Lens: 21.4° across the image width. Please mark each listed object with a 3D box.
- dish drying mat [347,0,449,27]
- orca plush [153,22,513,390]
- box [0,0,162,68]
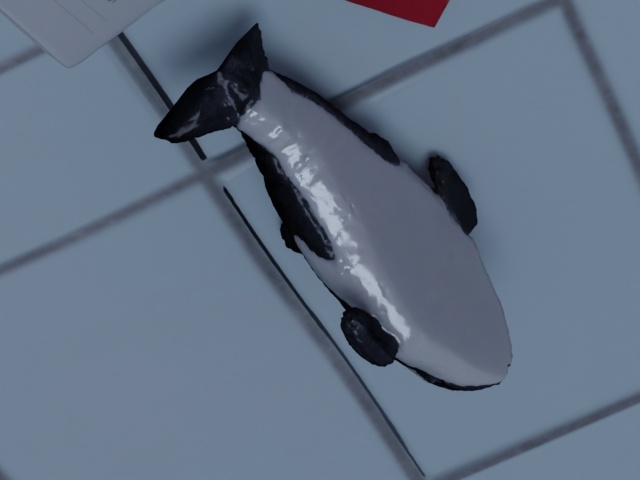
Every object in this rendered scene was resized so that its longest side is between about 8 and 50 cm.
[{"bbox_3d":[0.036,-0.148,0.980,0.083,0.008,0.032,15,126,-23],"label":"dish drying mat"},{"bbox_3d":[0.000,0.000,1.044,0.102,0.151,0.287,-13,146,43],"label":"orca plush"},{"bbox_3d":[-0.135,-0.211,0.768,0.119,0.181,0.182,-34,130,18],"label":"box"}]
